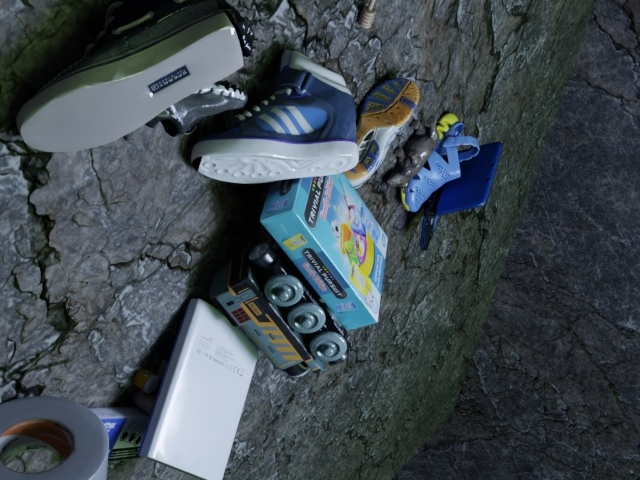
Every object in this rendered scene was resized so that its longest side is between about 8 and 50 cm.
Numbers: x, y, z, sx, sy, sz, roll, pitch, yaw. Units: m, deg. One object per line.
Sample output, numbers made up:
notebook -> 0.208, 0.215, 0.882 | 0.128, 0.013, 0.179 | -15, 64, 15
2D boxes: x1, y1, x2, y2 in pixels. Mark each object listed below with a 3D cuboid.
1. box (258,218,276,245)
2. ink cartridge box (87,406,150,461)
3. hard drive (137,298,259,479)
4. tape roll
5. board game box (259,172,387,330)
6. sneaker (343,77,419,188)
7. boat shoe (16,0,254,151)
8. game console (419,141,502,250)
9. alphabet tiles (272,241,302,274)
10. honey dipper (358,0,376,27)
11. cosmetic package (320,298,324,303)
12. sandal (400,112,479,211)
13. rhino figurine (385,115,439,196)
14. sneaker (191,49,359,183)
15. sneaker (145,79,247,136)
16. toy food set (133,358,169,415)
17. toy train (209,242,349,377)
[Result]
box -> -0.062, -0.061, 1.815 | 0.169, 0.054, 0.059 | -45, 150, -35
ink cartridge box -> -0.402, 0.374, 1.598 | 0.097, 0.046, 0.207 | -64, 155, 1
hard drive -> -0.233, 0.305, 1.666 | 0.210, 0.040, 0.318 | 39, 57, -44
tape roll -> -0.441, 0.341, 1.281 | 0.219, 0.219, 0.072 | -31, 141, -49
board game box -> 0.020, -0.021, 1.687 | 0.336, 0.079, 0.253 | 53, 31, -34
sneaker -> 0.127, -0.255, 1.963 | 0.296, 0.112, 0.131 | -54, 171, -15
boat shoe -> -0.273, -0.256, 1.155 | 0.341, 0.158, 0.127 | -26, 151, -9
game console -> 0.415, -0.129, 2.450 | 0.250, 0.174, 0.293 | 89, 20, -46
alphabet tiles -> 0.000, 0.000, 1.813 | 0.278, 0.021, 0.284 | -50, 124, -28
honey dipper -> 0.114, -0.510, 1.695 | 0.030, 0.030, 0.160 | -38, 159, -42
cosmetic package -> 0.006, 0.091, 1.983 | 0.184, 0.151, 0.151 | -43, 148, -38
sandal -> 0.341, -0.213, 2.354 | 0.317, 0.138, 0.126 | -57, 157, -8
rhino figurine -> 0.244, -0.217, 2.235 | 0.243, 0.073, 0.106 | -58, 152, -7
sneaker -> -0.090, -0.239, 1.529 | 0.323, 0.236, 0.130 | -4, 160, -19
sneaker -> -0.213, -0.219, 1.343 | 0.234, 0.078, 0.106 | -8, 124, -57
toy food set -> -0.283, 0.317, 1.701 | 0.111, 0.105, 0.232 | -65, 155, 4
toy train -> -0.077, 0.149, 1.701 | 0.334, 0.190, 0.142 | 55, 21, -31
